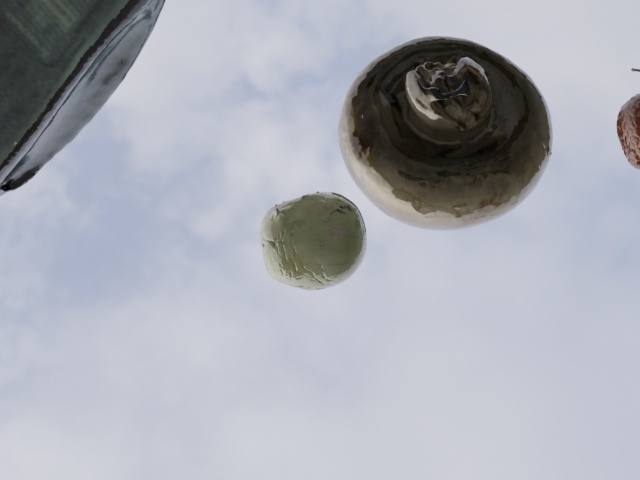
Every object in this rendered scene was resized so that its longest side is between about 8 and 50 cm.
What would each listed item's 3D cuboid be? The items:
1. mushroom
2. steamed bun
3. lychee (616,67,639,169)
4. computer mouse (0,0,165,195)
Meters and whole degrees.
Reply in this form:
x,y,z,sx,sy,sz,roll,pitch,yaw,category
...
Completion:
x,y,z,sx,sy,sz,roll,pitch,yaw,category
0.210,-0.198,1.594,0.362,0.295,0.362,0,-121,0,mushroom
0.000,0.000,1.118,0.130,0.091,0.113,-8,-92,-36,steamed bun
0.451,-0.163,1.298,0.101,0.114,0.140,-5,-76,-55,lychee
-0.264,-0.164,0.781,0.374,0.114,0.203,-37,-77,17,computer mouse
